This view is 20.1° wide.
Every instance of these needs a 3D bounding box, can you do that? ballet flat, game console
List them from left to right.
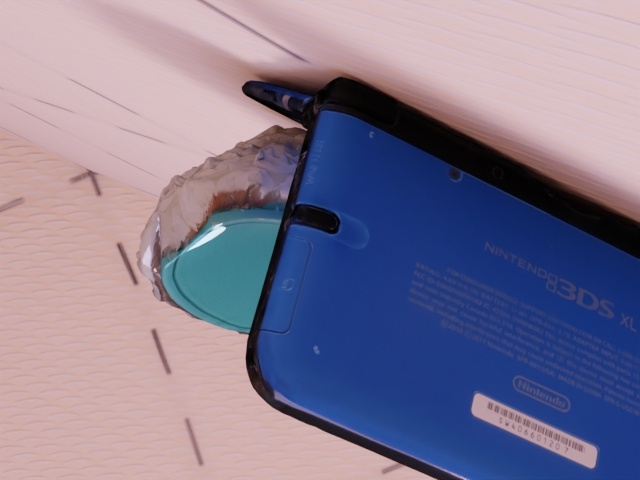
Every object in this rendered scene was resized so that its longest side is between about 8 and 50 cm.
[{"bbox_3d":[0.000,0.000,1.190,0.147,0.147,0.409,22,177,32],"label":"ballet flat"},{"bbox_3d":[0.085,0.042,0.973,0.293,0.250,0.173,25,150,-18],"label":"game console"}]
